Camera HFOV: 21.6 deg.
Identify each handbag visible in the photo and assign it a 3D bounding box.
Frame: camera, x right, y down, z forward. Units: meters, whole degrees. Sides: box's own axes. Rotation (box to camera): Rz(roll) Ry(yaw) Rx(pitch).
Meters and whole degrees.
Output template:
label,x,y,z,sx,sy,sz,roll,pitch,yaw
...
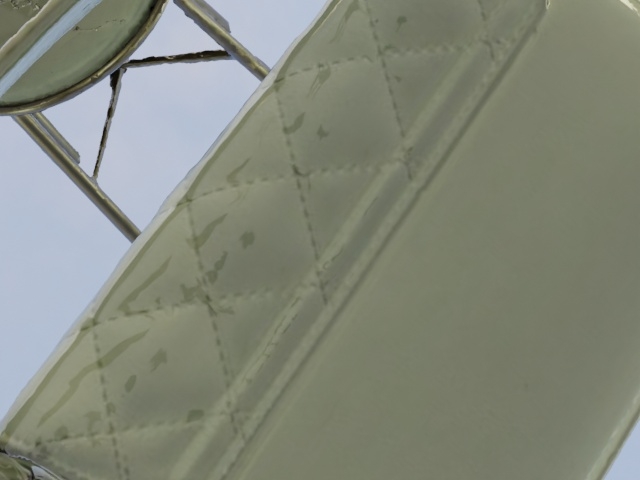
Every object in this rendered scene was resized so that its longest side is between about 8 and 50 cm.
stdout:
label,x,y,z,sx,sy,sz,roll,pitch,yaw
handbag,0.000,0.000,0.509,0.219,0.079,0.256,38,-109,-5

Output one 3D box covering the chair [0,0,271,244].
label,x,y,z,sx,sy,sz,roll,pitch,yaw
chair,-0.147,-0.132,0.872,0.160,0.325,0.170,-42,-129,-2
